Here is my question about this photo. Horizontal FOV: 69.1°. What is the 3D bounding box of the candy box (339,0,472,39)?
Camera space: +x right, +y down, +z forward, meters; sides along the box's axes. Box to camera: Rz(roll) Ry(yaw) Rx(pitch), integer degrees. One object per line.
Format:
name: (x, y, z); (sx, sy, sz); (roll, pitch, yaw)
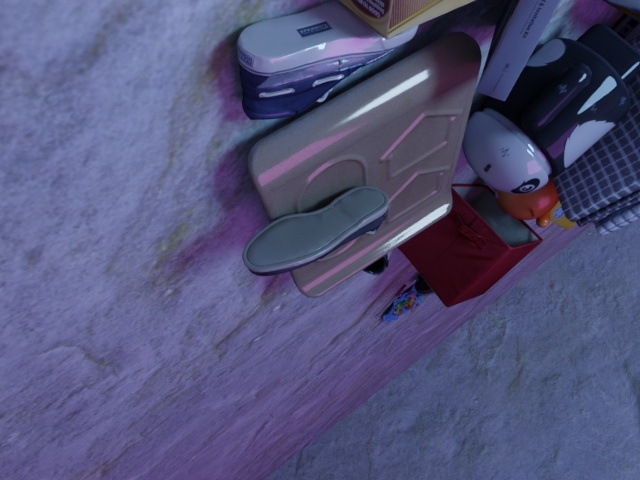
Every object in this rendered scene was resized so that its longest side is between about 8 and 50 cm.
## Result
candy box: (0.112, -0.329, 0.325); (0.183, 0.087, 0.316); (-30, 154, -18)

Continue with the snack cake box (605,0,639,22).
snack cake box: (0.556, -0.392, 0.691); (0.264, 0.089, 0.152); (2, 127, -33)

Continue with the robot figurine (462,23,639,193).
robot figurine: (0.365, -0.200, 0.747); (0.278, 0.173, 0.209); (-44, 127, 12)

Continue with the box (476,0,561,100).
box: (0.235, -0.268, 0.525); (0.145, 0.038, 0.186); (106, 8, -50)

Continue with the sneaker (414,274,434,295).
sneaker: (0.320, 0.060, 1.248); (0.118, 0.083, 0.222); (25, 123, -40)

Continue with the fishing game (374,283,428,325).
fishing game: (0.270, 0.197, 1.427); (0.189, 0.041, 0.264); (-49, 151, 18)

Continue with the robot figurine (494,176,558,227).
robot figurine: (0.445, -0.122, 0.996); (0.219, 0.128, 0.158); (-38, 140, -53)

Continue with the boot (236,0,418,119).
boot: (0.006, -0.183, 0.470); (0.190, 0.069, 0.086); (-19, 156, -18)

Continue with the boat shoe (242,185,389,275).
boat shoe: (0.000, 0.000, 0.579); (0.206, 0.075, 0.065); (-28, 145, -24)

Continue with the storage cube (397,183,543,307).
storage cube: (0.322, 0.006, 1.021); (0.215, 0.183, 0.193); (-8, 143, -46)

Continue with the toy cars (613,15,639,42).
toy cars: (0.670, -0.423, 0.863); (0.394, 0.087, 0.176); (-34, 153, -6)

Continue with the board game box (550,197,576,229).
board game box: (0.633, -0.202, 1.016); (0.242, 0.064, 0.316); (-48, 167, -43)

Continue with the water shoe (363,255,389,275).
water shoe: (0.095, 0.040, 0.909); (0.073, 0.080, 0.203); (-43, 153, 11)

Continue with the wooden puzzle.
wooden puzzle: (0.067, -0.091, 0.678); (0.322, 0.080, 0.347); (-32, 148, -10)

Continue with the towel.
towel: (0.513, -0.180, 0.806); (0.121, 0.283, 0.235); (17, 145, -26)
